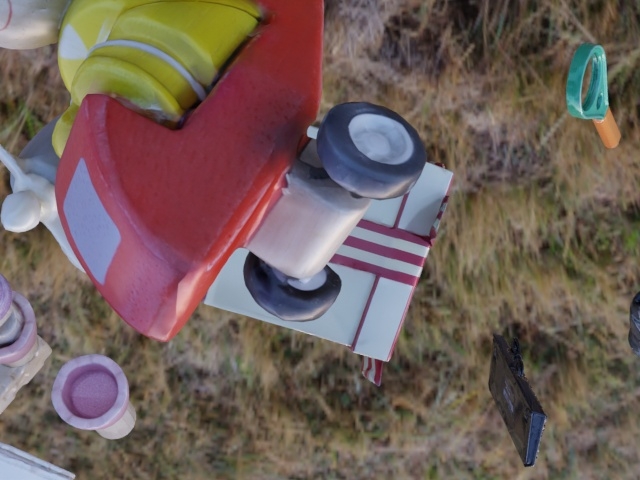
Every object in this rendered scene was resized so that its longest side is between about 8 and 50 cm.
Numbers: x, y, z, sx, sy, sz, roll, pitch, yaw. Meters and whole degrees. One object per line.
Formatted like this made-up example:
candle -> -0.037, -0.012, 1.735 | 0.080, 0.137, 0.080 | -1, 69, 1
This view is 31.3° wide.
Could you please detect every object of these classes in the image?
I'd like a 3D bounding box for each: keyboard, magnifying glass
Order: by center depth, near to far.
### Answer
keyboard -> 0.231, 0.173, 1.340 | 0.023, 0.180, 0.108 | -2, 114, -7
magnifying glass -> 0.357, -0.177, 1.474 | 0.026, 0.092, 0.231 | 14, 167, 27

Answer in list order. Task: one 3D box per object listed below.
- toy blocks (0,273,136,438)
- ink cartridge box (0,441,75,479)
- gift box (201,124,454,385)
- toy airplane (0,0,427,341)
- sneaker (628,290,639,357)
toy blocks -> -0.363, 0.136, 0.966 | 0.309, 0.288, 0.260 | 36, 164, 13
ink cartridge box -> -0.236, 0.207, 0.627 | 0.092, 0.217, 0.159 | 31, 162, -26
gift box -> 0.000, 0.000, 1.298 | 0.258, 0.276, 0.255 | 17, 98, -18
toy airplane -> -0.091, -0.154, 0.718 | 0.273, 0.384, 0.386 | 16, 92, -16
sneaker -> 0.594, 0.117, 1.679 | 0.286, 0.109, 0.130 | -7, 138, 19
